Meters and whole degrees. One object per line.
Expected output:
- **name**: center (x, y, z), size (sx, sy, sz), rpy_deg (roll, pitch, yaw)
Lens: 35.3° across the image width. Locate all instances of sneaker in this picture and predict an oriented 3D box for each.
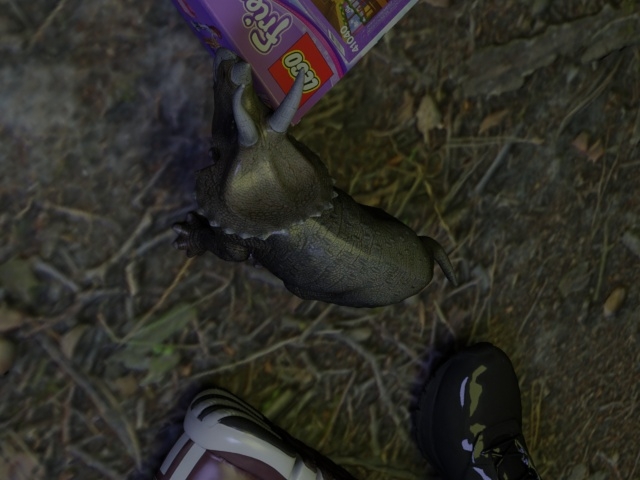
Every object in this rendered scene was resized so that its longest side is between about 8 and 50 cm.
- **sneaker**: center (0.162, 0.227, 0.901), size (0.109, 0.130, 0.286), rpy_deg (-18, 114, -26)
- **sneaker**: center (-0.037, 0.248, 0.801), size (0.281, 0.106, 0.162), rpy_deg (41, 86, -26)

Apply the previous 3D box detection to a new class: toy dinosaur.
- **toy dinosaur**: center (0.000, 0.000, 0.696), size (0.313, 0.160, 0.121), rpy_deg (38, 83, -36)

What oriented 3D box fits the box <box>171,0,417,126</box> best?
- **box**: center (-0.039, -0.249, 0.652), size (0.201, 0.057, 0.293), rpy_deg (-46, 125, -14)
